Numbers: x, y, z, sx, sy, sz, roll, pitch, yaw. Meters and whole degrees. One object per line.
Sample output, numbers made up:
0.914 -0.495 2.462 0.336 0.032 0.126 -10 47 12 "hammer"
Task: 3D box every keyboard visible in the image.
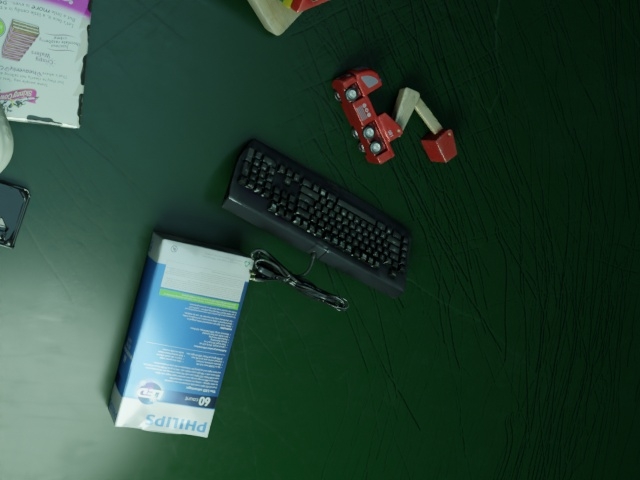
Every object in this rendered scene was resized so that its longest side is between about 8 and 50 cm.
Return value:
0.000 0.000 1.144 0.317 0.033 0.201 28 60 -25 "keyboard"
-0.463 -0.038 0.985 0.180 0.023 0.108 19 85 -24 "keyboard"

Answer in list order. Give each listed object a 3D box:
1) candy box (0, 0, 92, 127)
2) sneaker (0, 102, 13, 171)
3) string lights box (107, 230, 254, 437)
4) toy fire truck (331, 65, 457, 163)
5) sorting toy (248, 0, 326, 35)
-0.362 -0.260 0.960 0.159 0.071 0.233 5 97 -23 "candy box"
-0.454 -0.219 0.834 0.131 0.148 0.350 -31 88 14 "sneaker"
-0.193 0.130 1.102 0.133 0.077 0.259 14 93 -25 "string lights box"
0.112 -0.184 1.196 0.135 0.047 0.192 -32 110 -16 "toy fire truck"
-0.002 -0.412 0.999 0.255 0.089 0.257 -48 150 -5 "sorting toy"
